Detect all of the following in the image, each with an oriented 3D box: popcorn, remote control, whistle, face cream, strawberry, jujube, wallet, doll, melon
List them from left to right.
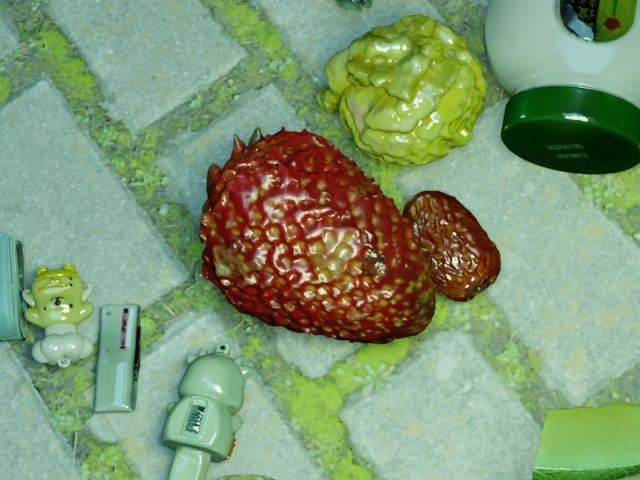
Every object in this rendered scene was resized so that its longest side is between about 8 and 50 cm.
[{"bbox_3d":[-0.576,0.083,1.818,0.250,0.075,0.176,-8,75,4],"label":"wallet"},{"bbox_3d":[-0.390,0.114,1.787,0.106,0.062,0.162,-7,69,-9],"label":"doll"},{"bbox_3d":[-0.301,0.173,1.774,0.065,0.029,0.166,-3,70,7],"label":"remote control"},{"bbox_3d":[-0.166,0.261,1.689,0.101,0.106,0.253,-6,58,37],"label":"whistle"},{"bbox_3d":[-0.001,0.000,1.662,0.343,0.292,0.292,22,73,29],"label":"strawberry"},{"bbox_3d":[0.123,-0.230,1.783,0.259,0.212,0.259,1,70,-1],"label":"popcorn"},{"bbox_3d":[0.185,0.006,1.744,0.112,0.109,0.176,-10,54,-36],"label":"jujube"},{"bbox_3d":[0.398,-0.297,1.763,0.312,0.219,0.357,10,75,8],"label":"face cream"},{"bbox_3d":[0.361,0.225,1.397,0.261,0.053,0.114,-12,41,-6],"label":"melon"}]

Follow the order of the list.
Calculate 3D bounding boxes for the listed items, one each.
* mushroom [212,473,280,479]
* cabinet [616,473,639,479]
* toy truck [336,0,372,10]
[{"bbox_3d":[-0.057,0.433,1.576,0.164,0.190,0.267,-21,32,-33],"label":"mushroom"},{"bbox_3d":[0.358,0.404,1.478,0.318,0.290,0.227,-27,65,-7],"label":"cabinet"},{"bbox_3d":[0.021,-0.544,1.948,0.184,0.133,0.338,-39,72,9],"label":"toy truck"}]
